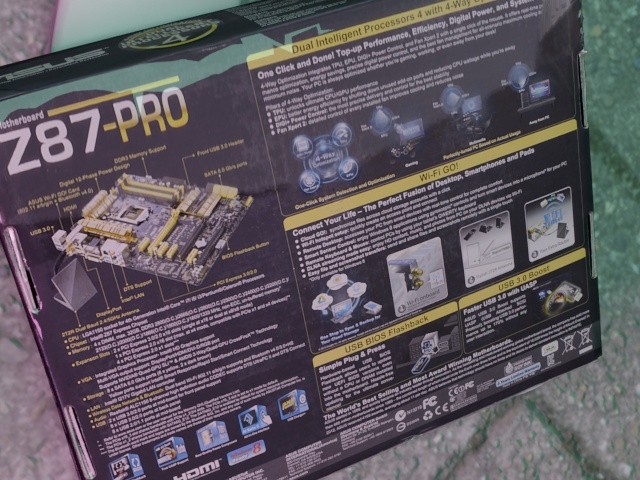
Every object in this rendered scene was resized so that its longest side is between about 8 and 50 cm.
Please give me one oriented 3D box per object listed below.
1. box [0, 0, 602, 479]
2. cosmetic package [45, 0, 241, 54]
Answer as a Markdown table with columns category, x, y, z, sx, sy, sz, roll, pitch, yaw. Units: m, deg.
| category | x | y | z | sx | sy | sz | roll | pitch | yaw |
| --- | --- | --- | --- | --- | --- | --- | --- | --- | --- |
| box | 0.000 | 0.000 | 0.658 | 0.395 | 0.097 | 0.318 | -20 | 117 | -17 |
| cosmetic package | -0.110 | -0.187 | 0.648 | 0.117 | 0.085 | 0.231 | 11 | 105 | -19 |
